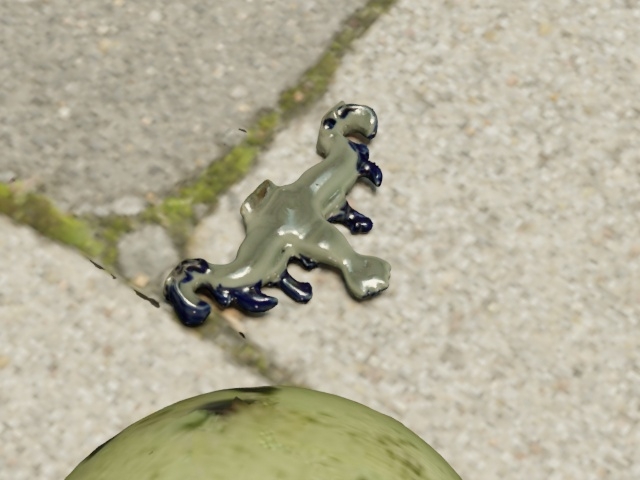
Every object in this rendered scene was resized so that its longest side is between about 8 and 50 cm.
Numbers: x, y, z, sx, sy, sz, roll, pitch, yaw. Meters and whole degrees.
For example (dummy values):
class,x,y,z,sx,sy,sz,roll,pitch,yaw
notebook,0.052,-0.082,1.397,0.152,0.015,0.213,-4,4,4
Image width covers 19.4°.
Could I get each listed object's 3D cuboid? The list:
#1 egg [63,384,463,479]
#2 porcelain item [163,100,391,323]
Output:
class,x,y,z,sx,sy,sz,roll,pitch,yaw
egg,-0.034,0.157,0.635,0.177,0.177,0.228,30,72,13
porcelain item,0.000,0.000,0.824,0.075,0.021,0.136,35,61,16
